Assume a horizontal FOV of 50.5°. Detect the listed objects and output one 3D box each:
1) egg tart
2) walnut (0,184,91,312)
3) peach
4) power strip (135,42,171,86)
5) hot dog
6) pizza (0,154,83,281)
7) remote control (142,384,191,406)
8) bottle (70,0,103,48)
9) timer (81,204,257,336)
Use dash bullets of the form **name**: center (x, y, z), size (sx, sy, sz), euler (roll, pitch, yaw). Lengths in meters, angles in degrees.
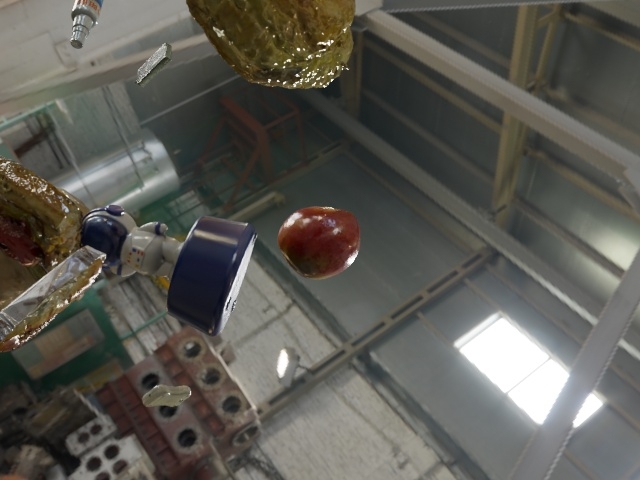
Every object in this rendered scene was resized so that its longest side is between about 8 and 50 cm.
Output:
- **egg tart**: center (-0.068, -0.414, 1.126), size (0.153, 0.339, 0.351), euler (-13, -71, 41)
- **walnut**: center (-0.726, 0.024, 1.682), size (0.381, 0.381, 0.381), euler (48, -22, 27)
- **peach**: center (0.000, 0.000, 1.641), size (0.190, 0.192, 0.190), euler (54, -11, 15)
- **power strip**: center (-0.389, -0.402, 1.573), size (0.136, 0.019, 0.051), euler (-32, -128, 33)
- **hot dog**: center (-0.354, 0.079, 0.873), size (0.053, 0.192, 0.099), euler (45, -39, -6)
- **pizza**: center (-0.586, 0.003, 1.368), size (0.440, 0.130, 0.406), euler (23, -38, 35)
- **remote control**: center (-0.383, 0.387, 1.694), size (0.122, 0.074, 0.032), euler (22, 36, -56)
- **bottle**: center (-0.518, -0.510, 1.506), size (0.060, 0.060, 0.217), euler (96, -4, -60)
- **timer**: center (-0.364, 0.037, 1.541), size (0.384, 0.270, 0.270), euler (18, -24, -2)
